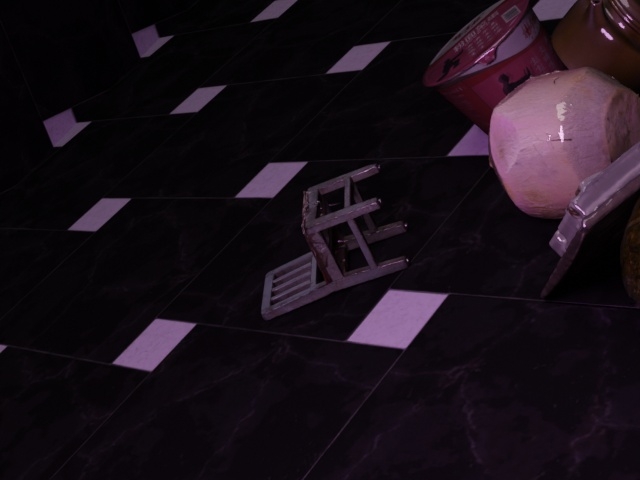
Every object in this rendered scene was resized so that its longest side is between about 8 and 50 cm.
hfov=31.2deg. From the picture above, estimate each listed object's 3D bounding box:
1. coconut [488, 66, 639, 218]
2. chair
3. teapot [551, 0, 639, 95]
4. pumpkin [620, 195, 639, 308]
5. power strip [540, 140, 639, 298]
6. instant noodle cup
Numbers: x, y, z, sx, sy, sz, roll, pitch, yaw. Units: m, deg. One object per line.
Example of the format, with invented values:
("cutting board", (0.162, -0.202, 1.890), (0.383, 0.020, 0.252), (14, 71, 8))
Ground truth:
("coconut", (0.359, -0.145, 1.712), (0.230, 0.227, 0.227), (-3, 37, 42))
("chair", (0.000, 0.000, 1.884), (0.270, 0.147, 0.136), (-20, 29, 15))
("teapot", (0.514, -0.346, 1.900), (0.175, 0.268, 0.185), (-48, 52, 36))
("pumpkin", (0.466, 0.017, 1.364), (0.224, 0.157, 0.223), (-3, 62, 5))
("power strip", (0.391, -0.054, 1.519), (0.251, 0.257, 0.092), (-31, 71, -14))
("instant noodle cup", (0.318, -0.287, 1.988), (0.235, 0.178, 0.235), (-39, 18, 15))
